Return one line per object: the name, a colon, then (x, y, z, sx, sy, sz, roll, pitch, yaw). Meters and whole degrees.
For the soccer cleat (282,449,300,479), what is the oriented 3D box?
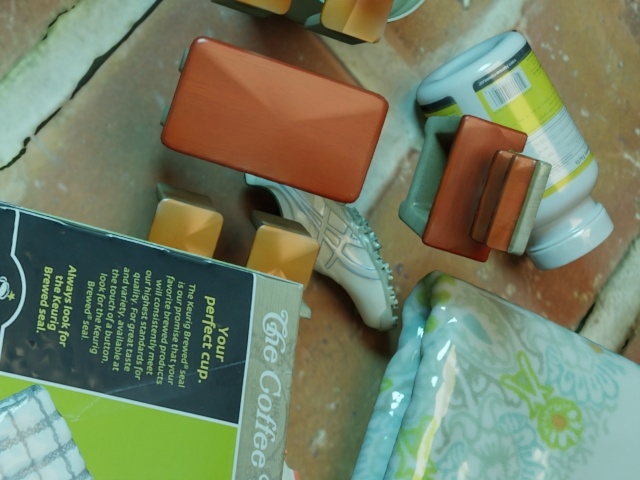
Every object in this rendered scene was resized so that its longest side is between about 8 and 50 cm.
soccer cleat: (-0.068, 0.139, 1.383, 0.076, 0.068, 0.196, -3, 74, -31)

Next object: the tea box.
tea box: (-0.211, 0.162, 1.171, 0.324, 0.220, 0.329, 17, 71, -30)

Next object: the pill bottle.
pill bottle: (0.164, -0.071, 1.570, 0.103, 0.103, 0.184, -39, 103, -35)

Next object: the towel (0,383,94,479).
towel: (-0.222, 0.224, 0.949, 0.284, 0.121, 0.235, -30, 97, -32)

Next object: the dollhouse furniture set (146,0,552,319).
dollhouse furniture set: (0.018, -0.069, 1.355, 0.259, 0.135, 0.262, 16, 95, -18)

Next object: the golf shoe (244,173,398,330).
golf shoe: (0.000, 0.000, 1.474, 0.086, 0.069, 0.176, -25, 105, -4)

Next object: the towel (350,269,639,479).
towel: (0.160, 0.252, 1.479, 0.320, 0.090, 0.374, 27, 72, -29)

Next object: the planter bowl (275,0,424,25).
planter bowl: (-0.001, -0.233, 1.484, 0.162, 0.109, 0.162, 8, 75, -35)
